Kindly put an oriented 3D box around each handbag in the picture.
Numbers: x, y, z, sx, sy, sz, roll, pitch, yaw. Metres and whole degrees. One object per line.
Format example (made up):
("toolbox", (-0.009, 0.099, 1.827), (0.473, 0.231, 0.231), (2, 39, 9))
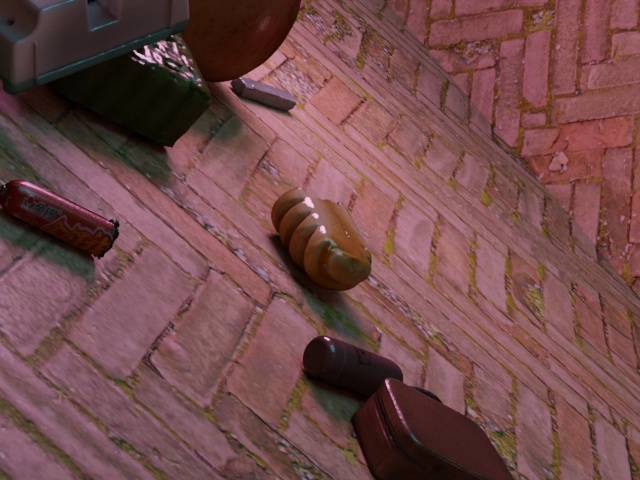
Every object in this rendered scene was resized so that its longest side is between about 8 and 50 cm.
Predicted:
("handbag", (0.132, 0.245, 1.727), (0.193, 0.072, 0.151), (29, 21, -32))

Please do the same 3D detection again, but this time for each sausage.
("sausage", (-0.281, -0.029, 1.547), (0.145, 0.050, 0.048), (29, 62, -36))

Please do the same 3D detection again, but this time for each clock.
("clock", (-0.324, -0.316, 1.804), (0.262, 0.116, 0.231), (-26, 56, -33))

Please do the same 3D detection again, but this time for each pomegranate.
("pomegranate", (-0.173, -0.426, 2.292), (0.338, 0.338, 0.338), (37, 17, -14))

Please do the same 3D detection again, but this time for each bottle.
("bottle", (0.040, 0.155, 1.777), (0.140, 0.053, 0.053), (24, 24, -43))

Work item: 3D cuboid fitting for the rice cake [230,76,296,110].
("rice cake", (-0.096, -0.251, 2.524), (0.033, 0.029, 0.170), (54, 20, 24))

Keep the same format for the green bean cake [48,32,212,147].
("green bean cake", (-0.275, -0.257, 1.987), (0.222, 0.125, 0.248), (25, 24, -42))

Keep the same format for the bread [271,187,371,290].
("bread", (0.000, 0.000, 2.017), (0.119, 0.084, 0.177), (24, 24, -40))
